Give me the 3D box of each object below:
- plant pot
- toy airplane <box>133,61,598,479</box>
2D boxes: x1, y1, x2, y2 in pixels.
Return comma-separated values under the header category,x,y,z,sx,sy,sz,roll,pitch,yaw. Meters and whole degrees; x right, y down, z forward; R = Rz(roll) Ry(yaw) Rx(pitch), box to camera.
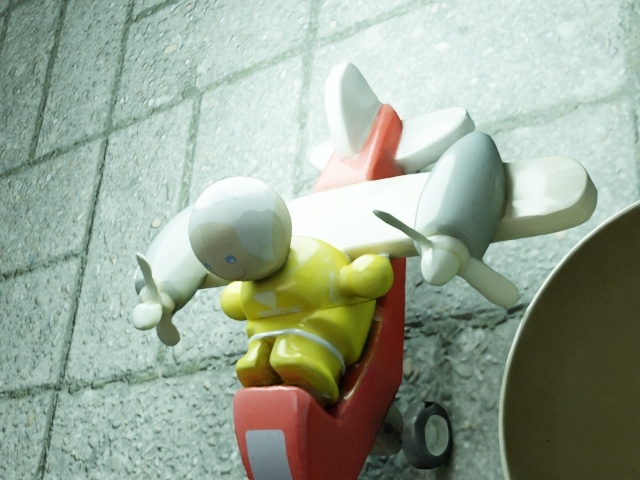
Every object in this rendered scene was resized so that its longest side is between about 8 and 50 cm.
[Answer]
category,x,y,z,sx,sy,sz,roll,pitch,yaw
plant pot,0.282,0.124,0.559,0.284,0.191,0.284,-20,56,34
toy airplane,0.000,0.000,0.813,0.386,0.272,0.384,-50,45,11
